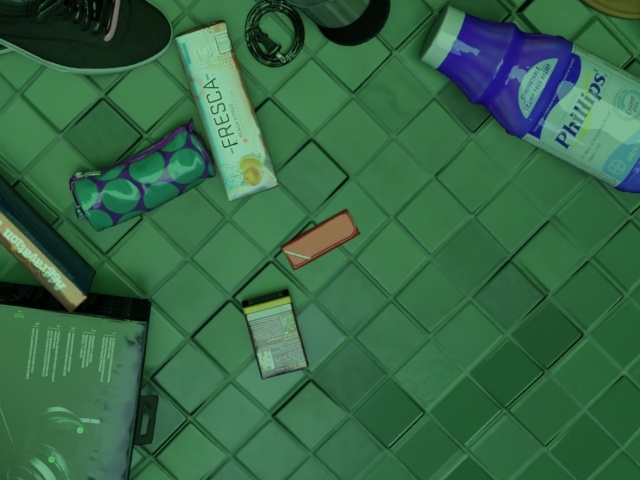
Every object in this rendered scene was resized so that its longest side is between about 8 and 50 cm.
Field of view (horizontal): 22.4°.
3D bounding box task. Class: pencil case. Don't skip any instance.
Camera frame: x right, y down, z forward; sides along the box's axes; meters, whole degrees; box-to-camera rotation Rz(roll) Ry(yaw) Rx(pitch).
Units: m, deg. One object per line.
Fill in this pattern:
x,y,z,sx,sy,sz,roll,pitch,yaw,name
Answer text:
-0.188,-0.067,1.698,0.152,0.064,0.070,-26,120,-1,pencil case

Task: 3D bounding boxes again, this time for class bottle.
0.242,-0.155,1.704,0.283,0.092,0.118,27,97,-8,bottle

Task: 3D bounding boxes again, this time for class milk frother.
-0.020,-0.242,1.647,0.129,0.135,0.143,35,92,22,milk frother

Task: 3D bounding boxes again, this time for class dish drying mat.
0.000,0.000,1.752,0.083,0.008,0.032,-29,99,1,dish drying mat

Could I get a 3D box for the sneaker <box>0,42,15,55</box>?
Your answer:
-0.402,-0.223,1.648,0.290,0.123,0.106,-18,98,-24,sneaker

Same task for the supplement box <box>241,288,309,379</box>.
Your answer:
-0.049,0.101,1.746,0.055,0.043,0.083,-14,99,-3,supplement box

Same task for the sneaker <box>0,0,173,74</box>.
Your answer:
-0.252,-0.235,1.581,0.296,0.147,0.104,13,79,-33,sneaker

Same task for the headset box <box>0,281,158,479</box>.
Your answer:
-0.313,0.174,1.692,0.283,0.131,0.246,7,98,-6,headset box

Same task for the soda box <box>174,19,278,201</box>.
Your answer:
-0.099,-0.137,1.694,0.058,0.063,0.183,-18,99,-1,soda box

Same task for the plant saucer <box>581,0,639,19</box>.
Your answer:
0.340,-0.334,1.712,0.200,0.037,0.200,-1,99,-5,plant saucer

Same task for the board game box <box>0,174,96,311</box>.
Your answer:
-0.340,-0.047,1.648,0.027,0.145,0.281,-43,99,2,board game box
